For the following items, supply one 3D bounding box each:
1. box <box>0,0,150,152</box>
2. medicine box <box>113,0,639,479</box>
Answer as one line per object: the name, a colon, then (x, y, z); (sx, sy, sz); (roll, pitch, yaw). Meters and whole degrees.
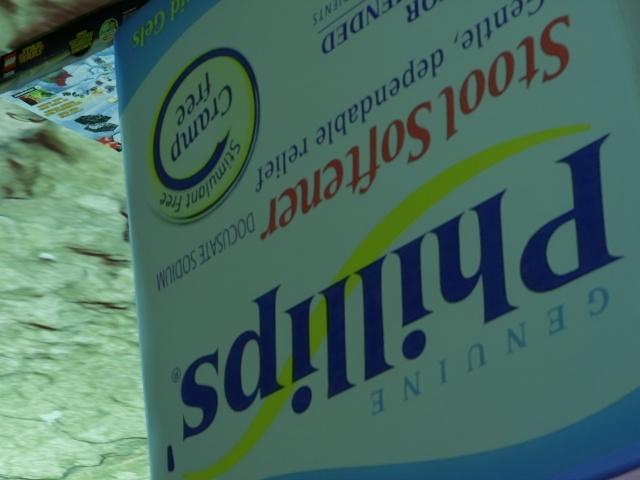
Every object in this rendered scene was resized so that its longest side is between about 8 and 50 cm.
box: (-0.088, -0.091, 0.743); (0.137, 0.027, 0.094); (-17, 154, 32)
medicine box: (0.059, -0.011, 0.568); (0.149, 0.289, 0.263); (16, 145, -41)
